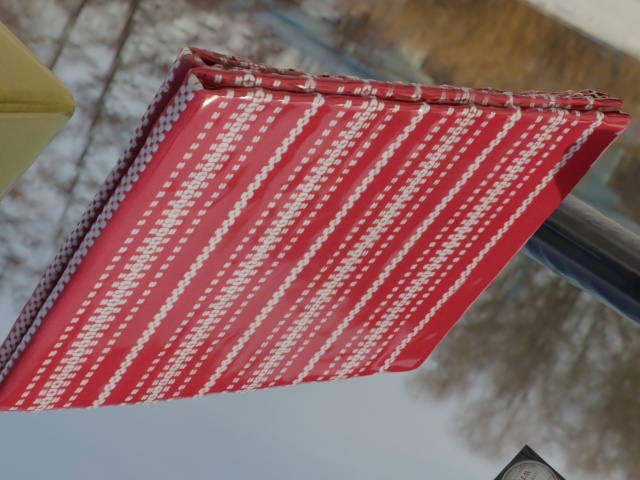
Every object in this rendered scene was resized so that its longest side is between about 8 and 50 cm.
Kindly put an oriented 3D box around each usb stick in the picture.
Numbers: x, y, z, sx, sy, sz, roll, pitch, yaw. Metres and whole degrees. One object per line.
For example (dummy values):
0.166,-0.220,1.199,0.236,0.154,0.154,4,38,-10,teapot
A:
0.172,0.020,0.836,0.077,0.045,0.278,35,-178,-41,usb stick

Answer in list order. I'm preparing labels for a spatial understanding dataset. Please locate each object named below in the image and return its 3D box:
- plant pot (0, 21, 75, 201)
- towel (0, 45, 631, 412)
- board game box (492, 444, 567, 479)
-0.333,-0.084,1.007,0.212,0.212,0.187,45,-164,10,plant pot
0.000,0.000,0.680,0.275,0.199,0.031,-1,-133,-45,towel
0.132,0.295,1.124,0.165,0.243,0.042,41,177,22,board game box
